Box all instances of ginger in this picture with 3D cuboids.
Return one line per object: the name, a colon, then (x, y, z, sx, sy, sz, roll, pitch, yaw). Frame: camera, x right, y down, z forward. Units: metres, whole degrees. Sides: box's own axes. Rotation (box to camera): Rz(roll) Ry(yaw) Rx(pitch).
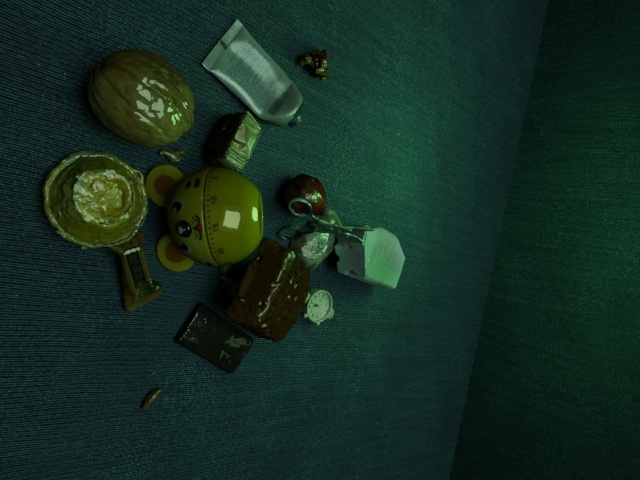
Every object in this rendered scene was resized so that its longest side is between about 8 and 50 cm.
ginger: (-0.511, -0.290, 1.667, 0.097, 0.030, 0.048, -9, 76, -44)

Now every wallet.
wallet: (-0.402, 0.389, 1.884, 0.321, 0.044, 0.170, 46, 65, -38)

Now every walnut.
walnut: (-0.530, -0.424, 1.465, 0.252, 0.277, 0.313, -42, 128, 18)

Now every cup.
cup: (-0.339, 0.184, 1.865, 0.102, 0.099, 0.074, 22, 82, -42)

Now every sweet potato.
sweet potato: (-0.610, 0.569, 1.735, 0.095, 0.034, 0.034, -50, 127, -25)

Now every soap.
soap: (0.237, 0.067, 2.282, 0.446, 0.156, 0.261, 25, 81, -54)

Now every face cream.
face cream: (-0.223, -0.595, 1.830, 0.420, 0.137, 0.235, 42, 71, -30)

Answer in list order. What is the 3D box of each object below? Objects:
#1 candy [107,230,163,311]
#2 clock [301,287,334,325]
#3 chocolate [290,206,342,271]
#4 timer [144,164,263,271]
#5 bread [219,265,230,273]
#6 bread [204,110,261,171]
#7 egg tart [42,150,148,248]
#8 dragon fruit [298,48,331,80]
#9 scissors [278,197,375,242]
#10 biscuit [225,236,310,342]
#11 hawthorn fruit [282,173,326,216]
candy: (-0.612, 0.099, 1.603, 0.143, 0.101, 0.271, -24, 119, -31)
clock: (-0.021, 0.296, 2.208, 0.229, 0.063, 0.156, 37, 76, -38)
chocolate: (0.000, 0.000, 2.152, 0.303, 0.100, 0.185, -48, 123, -29)
timer: (-0.392, -0.074, 1.641, 0.387, 0.376, 0.376, -3, 103, 2)
bread: (-0.368, 0.086, 1.866, 0.049, 0.033, 0.088, -10, 109, -56)
bread: (-0.317, -0.356, 1.722, 0.110, 0.192, 0.210, 32, 77, -39)
egg tart: (-0.659, -0.130, 1.455, 0.315, 0.120, 0.315, 4, 83, -38)
dragon fruit: (-0.009, -0.736, 1.997, 0.175, 0.142, 0.138, 5, 54, -25)
scissors: (0.031, -0.055, 1.989, 0.383, 0.256, 0.029, 11, 49, -9)
biscuit: (-0.180, 0.210, 1.872, 0.395, 0.166, 0.343, 57, 52, -67)
hawthorn fruit: (-0.056, -0.158, 2.018, 0.181, 0.181, 0.235, -45, 125, -27)
